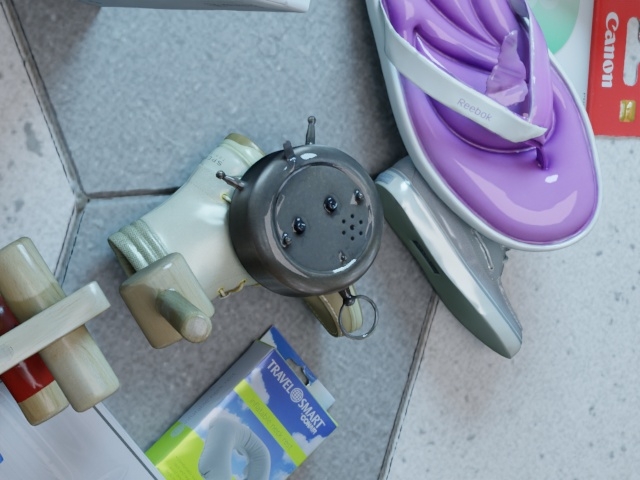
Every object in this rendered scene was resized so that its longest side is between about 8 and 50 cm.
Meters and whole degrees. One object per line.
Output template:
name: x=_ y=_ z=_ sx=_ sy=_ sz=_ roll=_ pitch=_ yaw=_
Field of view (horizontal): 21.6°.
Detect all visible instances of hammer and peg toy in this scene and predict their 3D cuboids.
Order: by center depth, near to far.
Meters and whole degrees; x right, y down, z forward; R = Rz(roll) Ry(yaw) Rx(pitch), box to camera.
hammer and peg toy: x=-0.236 y=0.085 z=1.191 sx=0.361 sy=0.266 sz=0.127 roll=-32 pitch=92 yaw=-20

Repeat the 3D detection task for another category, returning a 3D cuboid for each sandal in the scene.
sandal: x=0.132 y=-0.176 z=1.502 sx=0.169 sy=0.102 sz=0.416 roll=-27 pitch=94 yaw=-10

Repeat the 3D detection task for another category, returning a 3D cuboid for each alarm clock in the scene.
alarm clock: x=0.000 y=0.000 z=1.440 sx=0.129 sy=0.064 sz=0.192 roll=-33 pitch=104 yaw=-25

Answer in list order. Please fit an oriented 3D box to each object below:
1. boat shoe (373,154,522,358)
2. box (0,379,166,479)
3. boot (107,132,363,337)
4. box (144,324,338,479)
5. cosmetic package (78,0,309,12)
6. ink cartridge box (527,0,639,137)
boat shoe: x=0.140 y=0.010 z=1.589 sx=0.081 sy=0.079 sz=0.227 roll=-40 pitch=110 yaw=-13
box: x=-0.269 y=0.163 z=1.382 sx=0.169 sy=0.087 sz=0.290 roll=-45 pitch=115 yaw=-16
boot: x=-0.073 y=0.035 z=1.479 sx=0.165 sy=0.077 sz=0.213 roll=-41 pitch=108 yaw=-19
box: x=-0.067 y=0.176 z=1.521 sx=0.178 sy=0.042 sz=0.109 roll=-45 pitch=115 yaw=-15
cosmetic package: x=-0.207 y=-0.236 z=1.196 sx=0.284 sy=0.377 sz=0.097 roll=12 pitch=91 yaw=-30
ink cartridge box: x=0.251 y=-0.188 z=1.640 sx=0.224 sy=0.056 sz=0.181 roll=0 pitch=97 yaw=-27
